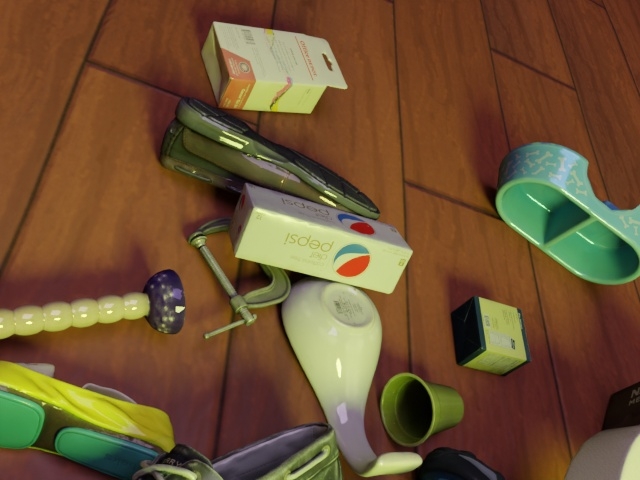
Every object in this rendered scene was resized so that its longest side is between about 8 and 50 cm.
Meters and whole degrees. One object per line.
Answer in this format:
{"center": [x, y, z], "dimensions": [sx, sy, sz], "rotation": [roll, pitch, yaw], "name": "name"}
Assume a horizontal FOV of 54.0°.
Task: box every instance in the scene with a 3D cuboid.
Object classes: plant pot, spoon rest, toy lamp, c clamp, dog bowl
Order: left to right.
{"center": [-0.270, 0.076, 0.596], "dimensions": [0.274, 0.080, 0.080], "rotation": [-2, 60, -35], "name": "toy lamp"}
{"center": [-0.105, 0.033, 0.748], "dimensions": [0.137, 0.022, 0.161], "rotation": [-10, 54, -36], "name": "c clamp"}
{"center": [0.031, 0.151, 0.735], "dimensions": [0.137, 0.084, 0.276], "rotation": [9, 41, -27], "name": "spoon rest"}
{"center": [0.128, 0.201, 0.752], "dimensions": [0.079, 0.083, 0.083], "rotation": [11, 52, -41], "name": "plant pot"}
{"center": [0.418, -0.035, 1.036], "dimensions": [0.297, 0.166, 0.074], "rotation": [35, 58, -5], "name": "dog bowl"}

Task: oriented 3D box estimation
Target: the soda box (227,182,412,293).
{"center": [0.000, 0.000, 0.777], "dimensions": [0.216, 0.069, 0.074], "rotation": [14, 23, -23], "name": "soda box"}

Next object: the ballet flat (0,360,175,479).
{"center": [-0.239, 0.154, 0.570], "dimensions": [0.230, 0.077, 0.077], "rotation": [25, 28, -17], "name": "ballet flat"}

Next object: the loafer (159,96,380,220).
{"center": [-0.066, -0.079, 0.835], "dimensions": [0.302, 0.095, 0.109], "rotation": [28, 18, -17], "name": "loafer"}

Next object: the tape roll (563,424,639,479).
{"center": [0.393, 0.399, 0.679], "dimensions": [0.392, 0.072, 0.392], "rotation": [21, 57, -35], "name": "tape roll"}

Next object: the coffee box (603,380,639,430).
{"center": [0.561, 0.320, 0.860], "dimensions": [0.297, 0.168, 0.119], "rotation": [43, 47, 2], "name": "coffee box"}

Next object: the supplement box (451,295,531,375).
{"center": [0.235, 0.133, 0.870], "dimensions": [0.083, 0.056, 0.083], "rotation": [17, 51, -20], "name": "supplement box"}

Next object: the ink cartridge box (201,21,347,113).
{"center": [-0.069, -0.259, 0.959], "dimensions": [0.198, 0.067, 0.115], "rotation": [-3, 61, -31], "name": "ink cartridge box"}

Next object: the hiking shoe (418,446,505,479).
{"center": [0.172, 0.362, 0.631], "dimensions": [0.132, 0.113, 0.304], "rotation": [-10, 64, -36], "name": "hiking shoe"}

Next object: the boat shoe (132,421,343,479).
{"center": [-0.117, 0.231, 0.533], "dimensions": [0.335, 0.121, 0.119], "rotation": [-3, 87, -44], "name": "boat shoe"}
